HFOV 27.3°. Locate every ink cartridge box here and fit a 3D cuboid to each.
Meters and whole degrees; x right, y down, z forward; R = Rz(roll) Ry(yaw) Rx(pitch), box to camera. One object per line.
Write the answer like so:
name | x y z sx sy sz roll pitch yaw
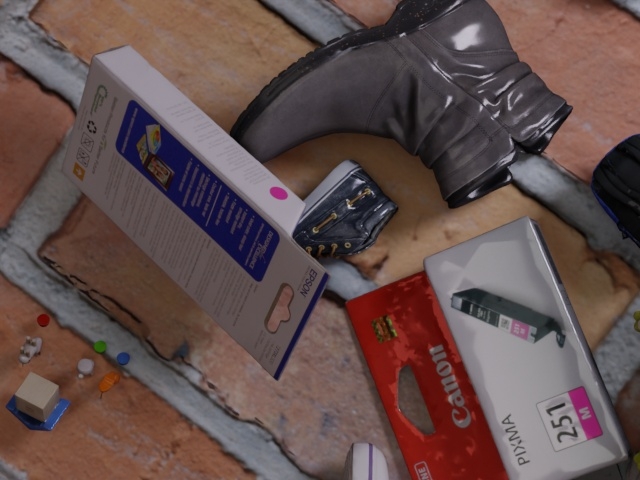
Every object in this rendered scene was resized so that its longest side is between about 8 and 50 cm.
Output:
ink cartridge box | 0.170 0.144 1.417 0.239 0.060 0.275 -24 80 15
ink cartridge box | -0.130 -0.033 1.433 0.371 0.069 0.175 44 134 20

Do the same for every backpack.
backpack | 0.344 -0.045 1.389 0.098 0.101 0.120 -44 76 4

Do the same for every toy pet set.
toy pet set | -0.302 0.166 1.541 0.122 0.065 0.114 26 57 9

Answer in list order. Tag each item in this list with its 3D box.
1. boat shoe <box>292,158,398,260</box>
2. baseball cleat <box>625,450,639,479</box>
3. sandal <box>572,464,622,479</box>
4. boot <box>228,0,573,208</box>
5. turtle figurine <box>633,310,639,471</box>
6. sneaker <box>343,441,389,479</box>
boat shoe | 0.000 0.000 1.473 0.083 0.065 0.183 44 94 15
baseball cleat | 0.360 0.199 1.387 0.072 0.109 0.205 19 60 -23
sandal | 0.313 0.340 1.397 0.097 0.054 0.254 -27 82 9
boot | 0.087 -0.122 1.419 0.338 0.118 0.222 -33 82 -1
turtle figurine | 0.406 0.168 1.303 0.269 0.217 0.087 44 140 -10
sneaker | 0.108 0.354 1.430 0.161 0.102 0.282 -6 83 -6
